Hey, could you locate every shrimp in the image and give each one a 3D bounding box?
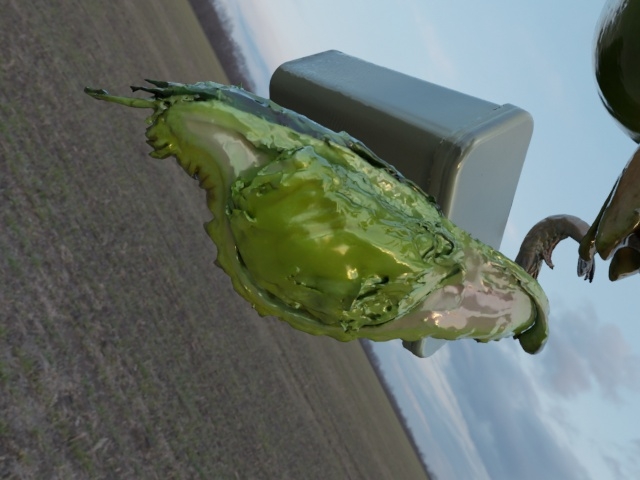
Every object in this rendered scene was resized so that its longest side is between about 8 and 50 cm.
[{"bbox_3d":[0.403,0.055,1.006,0.046,0.219,0.152,31,-1,-34],"label":"shrimp"}]

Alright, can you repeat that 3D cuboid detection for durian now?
[{"bbox_3d":[0.001,-0.004,0.379,0.375,0.106,0.132,30,-32,-9],"label":"durian"}]

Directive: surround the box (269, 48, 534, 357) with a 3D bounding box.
[{"bbox_3d":[0.091,-0.067,0.847,0.344,0.178,0.351,34,-42,36],"label":"box"}]

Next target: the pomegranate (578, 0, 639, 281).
[{"bbox_3d":[0.284,-0.103,0.386,0.236,0.301,0.236,40,1,-1],"label":"pomegranate"}]
